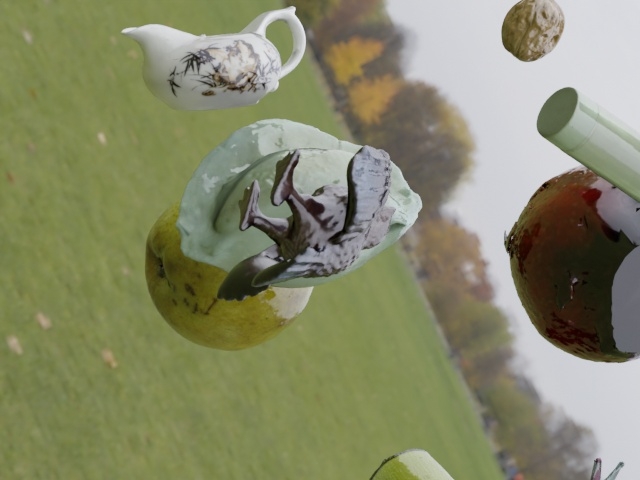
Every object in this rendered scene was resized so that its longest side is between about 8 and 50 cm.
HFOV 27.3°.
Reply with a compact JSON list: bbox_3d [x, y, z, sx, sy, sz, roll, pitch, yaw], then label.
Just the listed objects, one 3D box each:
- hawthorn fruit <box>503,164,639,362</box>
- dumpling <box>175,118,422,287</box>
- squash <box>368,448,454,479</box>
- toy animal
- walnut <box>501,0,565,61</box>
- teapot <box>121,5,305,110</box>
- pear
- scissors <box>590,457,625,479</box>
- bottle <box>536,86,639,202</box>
[{"bbox_3d":[0.409,0.034,1.873,0.316,0.316,0.316,-25,90,-86],"label":"hawthorn fruit"},{"bbox_3d":[-0.024,-0.059,2.009,0.212,0.320,0.270,0,-103,60],"label":"dumpling"},{"bbox_3d":[0.187,0.443,2.030,0.247,0.132,0.132,43,-14,47],"label":"squash"},{"bbox_3d":[0.005,-0.001,1.217,0.179,0.218,0.116,11,47,-44],"label":"toy animal"},{"bbox_3d":[0.289,-0.291,1.794,0.082,0.096,0.079,31,11,16],"label":"walnut"},{"bbox_3d":[-0.152,-0.279,2.013,0.208,0.299,0.166,-8,-78,57],"label":"teapot"},{"bbox_3d":[-0.167,0.041,2.339,0.304,0.304,0.304,-25,90,-86],"label":"pear"},{"bbox_3d":[0.499,0.480,2.414,0.020,0.133,0.187,-115,-140,-64],"label":"scissors"},{"bbox_3d":[0.354,-0.108,1.585,0.201,0.072,0.072,30,21,-27],"label":"bottle"}]
